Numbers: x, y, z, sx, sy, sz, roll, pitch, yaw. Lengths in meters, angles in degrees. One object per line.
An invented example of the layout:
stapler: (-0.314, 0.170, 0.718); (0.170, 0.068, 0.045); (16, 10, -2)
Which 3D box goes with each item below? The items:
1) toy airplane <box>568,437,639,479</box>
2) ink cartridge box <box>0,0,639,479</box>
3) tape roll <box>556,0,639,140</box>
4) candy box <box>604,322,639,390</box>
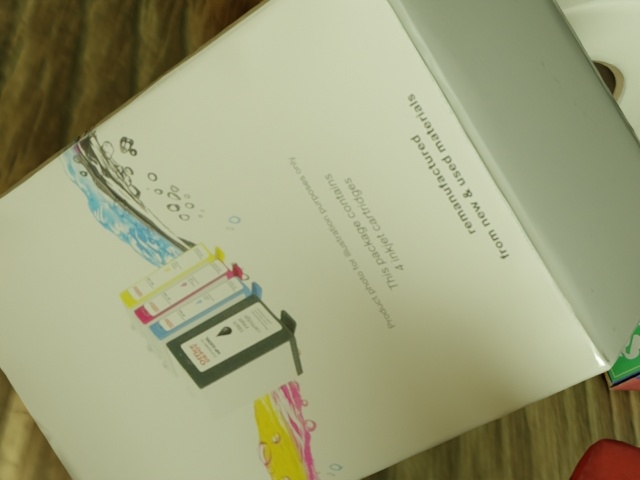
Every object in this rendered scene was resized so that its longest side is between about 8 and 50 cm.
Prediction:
toy airplane: (0.132, 0.279, 0.422); (0.386, 0.273, 0.384); (-1, 85, -75)
ink cartridge box: (0.000, 0.000, 0.535); (0.168, 0.233, 0.171); (59, 30, -2)
tape roll: (0.098, -0.139, 0.793); (0.246, 0.246, 0.169); (13, 51, -50)
candy box: (0.293, -0.031, 1.091); (0.268, 0.122, 0.317); (12, 52, -52)
